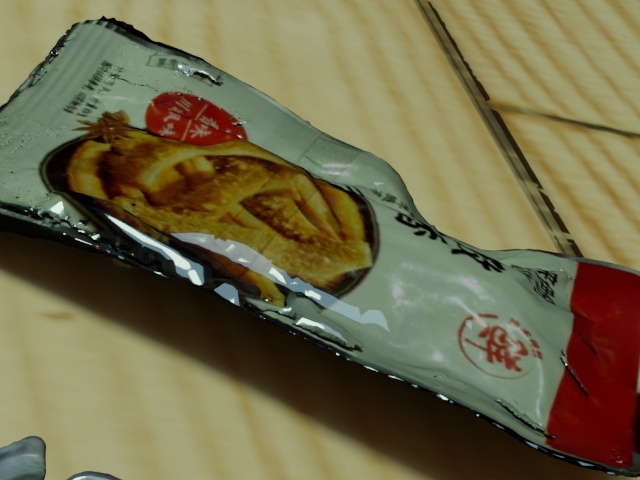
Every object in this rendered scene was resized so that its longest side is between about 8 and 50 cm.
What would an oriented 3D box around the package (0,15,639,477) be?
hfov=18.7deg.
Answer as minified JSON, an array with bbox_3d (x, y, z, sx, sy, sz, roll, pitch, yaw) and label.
[{"bbox_3d":[0.000,0.000,0.639,0.239,0.030,0.154,26,28,3],"label":"package"}]

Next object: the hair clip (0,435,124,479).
[{"bbox_3d":[-0.080,0.087,0.427,0.124,0.052,0.195,45,30,21],"label":"hair clip"}]
